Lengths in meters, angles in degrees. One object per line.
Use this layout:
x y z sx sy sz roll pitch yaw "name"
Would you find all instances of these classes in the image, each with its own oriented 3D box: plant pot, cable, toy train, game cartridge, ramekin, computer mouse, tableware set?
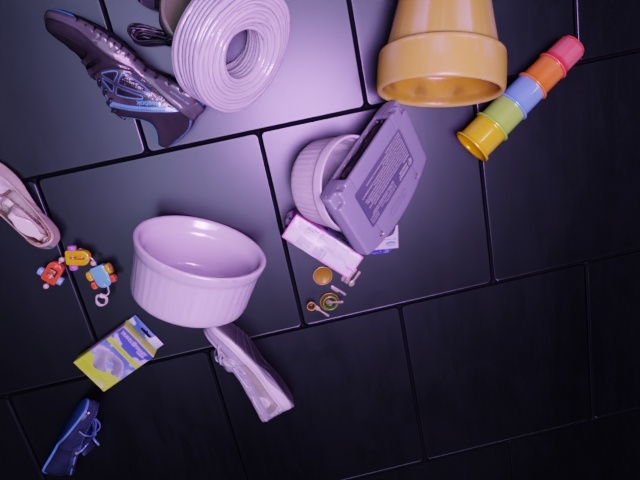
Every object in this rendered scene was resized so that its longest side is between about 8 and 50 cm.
0.245 -0.413 1.047 0.254 0.254 0.238 2 92 -7 "plant pot"
-0.164 -0.373 1.005 0.089 0.257 0.257 36 80 22 "cable"
-0.550 0.076 1.199 0.166 0.046 0.125 27 103 -11 "toy train"
0.125 -0.126 1.112 0.297 0.062 0.198 -56 138 -25 "game cartridge"
-0.267 0.066 1.114 0.278 0.277 0.135 15 112 -11 "ramekin"
-0.285 -0.511 1.040 0.184 0.060 0.261 10 106 -9 "computer mouse"
0.029 -0.125 1.127 0.207 0.109 0.206 -12 106 -47 "ramekin"
0.022 0.113 1.286 0.104 0.024 0.154 33 101 -15 "tableware set"

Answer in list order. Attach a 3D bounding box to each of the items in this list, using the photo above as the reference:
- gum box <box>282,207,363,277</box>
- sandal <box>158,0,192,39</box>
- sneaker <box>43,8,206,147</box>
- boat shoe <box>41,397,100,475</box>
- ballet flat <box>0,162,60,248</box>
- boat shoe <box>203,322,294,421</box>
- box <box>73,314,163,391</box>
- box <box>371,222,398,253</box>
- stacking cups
0.000 0.000 1.195 0.189 0.107 0.062 33 101 -8 "gum box"
-0.190 -0.506 1.010 0.303 0.086 0.120 -44 119 -6 "sandal"
-0.407 -0.324 1.050 0.341 0.125 0.139 35 102 -14 "sneaker"
-0.600 0.488 1.302 0.089 0.109 0.258 28 118 -21 "boat shoe"
-0.663 -0.079 1.118 0.086 0.086 0.248 -38 107 6 "ballet flat"
-0.187 0.319 1.279 0.103 0.118 0.320 -35 114 0 "boat shoe"
-0.488 0.275 1.267 0.178 0.042 0.109 -35 108 6 "box"
0.145 -0.031 1.254 0.081 0.028 0.136 -6 106 -5 "box"
0.453 -0.320 1.164 0.316 0.096 0.096 -44 107 8 "stacking cups"
